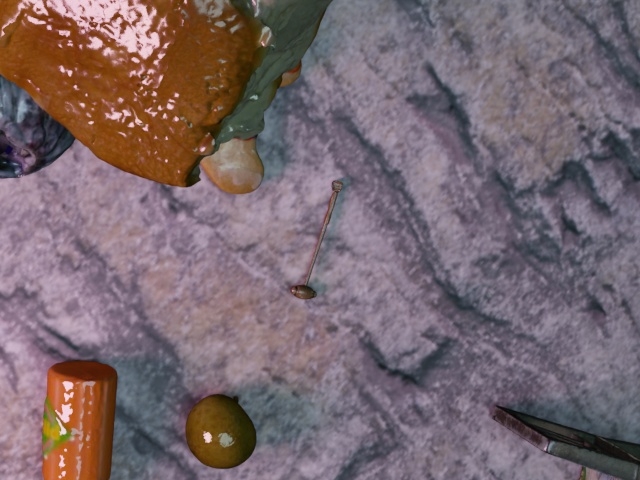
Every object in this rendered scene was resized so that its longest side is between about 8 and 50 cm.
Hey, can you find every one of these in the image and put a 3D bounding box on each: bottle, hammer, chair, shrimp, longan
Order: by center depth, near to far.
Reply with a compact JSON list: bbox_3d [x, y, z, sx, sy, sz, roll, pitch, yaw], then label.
[{"bbox_3d":[-0.377,-0.105,1.480,0.372,0.172,0.137,3,142,-27],"label":"shrimp"},{"bbox_3d":[-0.231,0.211,1.657,0.069,0.069,0.187,0,101,-20],"label":"bottle"},{"bbox_3d":[-0.095,0.184,1.704,0.075,0.075,0.083,54,40,-21],"label":"longan"},{"bbox_3d":[0.000,0.000,1.723,0.029,0.014,0.123,16,95,-30],"label":"hammer"},{"bbox_3d":[0.302,0.283,1.824,0.270,0.136,0.147,14,95,-23],"label":"chair"}]

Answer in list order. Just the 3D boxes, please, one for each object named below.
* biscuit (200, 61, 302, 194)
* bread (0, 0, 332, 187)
[{"bbox_3d":[-0.092,-0.168,1.647,0.153,0.030,0.234,16,96,-24],"label":"biscuit"},{"bbox_3d":[-0.116,-0.221,1.480,0.250,0.225,0.279,36,128,-1],"label":"bread"}]
